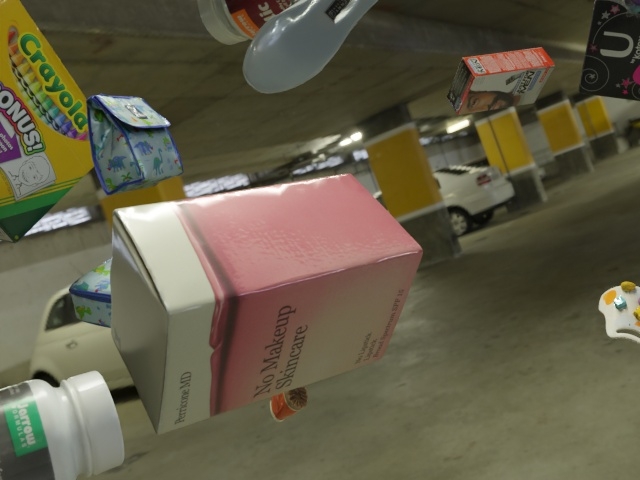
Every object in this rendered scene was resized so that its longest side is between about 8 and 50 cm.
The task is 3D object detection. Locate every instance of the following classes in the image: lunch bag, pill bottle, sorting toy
[{"bbox_3d":[-0.303,-0.161,1.062,0.096,0.151,0.129,-21,3,21],"label":"lunch bag"},{"bbox_3d":[-0.523,0.347,1.070,0.361,0.204,0.204,-15,-2,-31],"label":"pill bottle"},{"bbox_3d":[0.366,0.094,0.764,0.075,0.083,0.045,-55,-21,-37],"label":"sorting toy"},{"bbox_3d":[-0.125,-0.664,1.756,0.392,0.224,0.224,-6,9,37],"label":"pill bottle"},{"bbox_3d":[-0.368,0.088,1.323,0.176,0.090,0.219,8,27,27],"label":"lunch bag"}]

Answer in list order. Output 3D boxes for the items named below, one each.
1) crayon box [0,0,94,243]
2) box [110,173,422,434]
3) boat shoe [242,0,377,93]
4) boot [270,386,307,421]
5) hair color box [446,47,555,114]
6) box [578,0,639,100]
[{"bbox_3d":[-0.617,-0.233,1.280,0.106,0.363,0.313,9,50,35],"label":"crayon box"},{"bbox_3d":[-0.051,0.046,0.579,0.232,0.127,0.148,-13,-45,-31],"label":"box"},{"bbox_3d":[-0.009,-0.353,1.061,0.306,0.113,0.105,-51,14,-3],"label":"boat shoe"},{"bbox_3d":[-0.073,0.280,1.309,0.059,0.158,0.084,22,-52,-25],"label":"boot"},{"bbox_3d":[0.319,-0.282,1.172,0.167,0.053,0.093,-11,-31,-18],"label":"hair color box"},{"bbox_3d":[0.458,-0.337,0.914,0.142,0.247,0.163,14,38,24],"label":"box"}]
